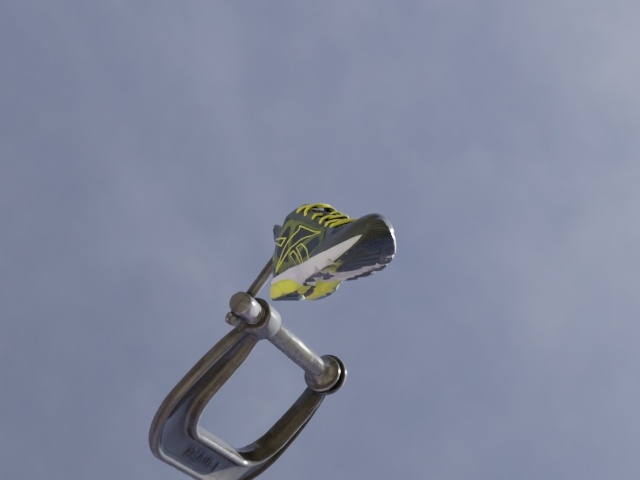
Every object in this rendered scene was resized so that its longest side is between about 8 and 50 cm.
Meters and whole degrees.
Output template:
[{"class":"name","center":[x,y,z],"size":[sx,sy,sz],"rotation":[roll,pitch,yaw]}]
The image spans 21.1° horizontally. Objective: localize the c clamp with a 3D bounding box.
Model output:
[{"class":"c clamp","center":[-0.026,0.069,0.872],"size":[0.022,0.160,0.137],"rotation":[39,-99,27]}]

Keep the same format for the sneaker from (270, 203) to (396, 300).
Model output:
[{"class":"sneaker","center":[0.000,0.000,0.662],"size":[0.031,0.083,0.035],"rotation":[-3,-104,-30]}]
